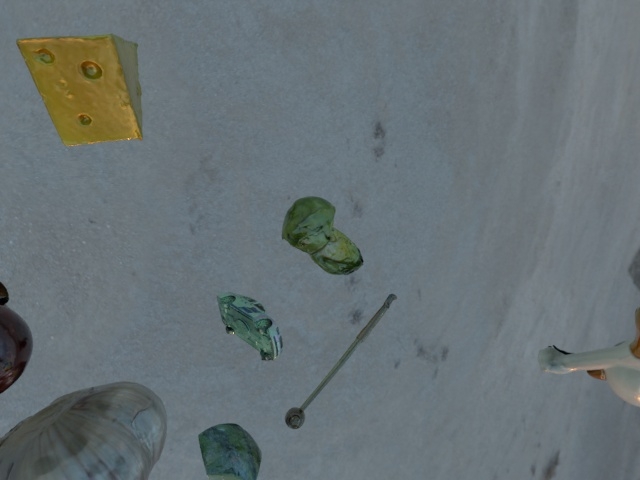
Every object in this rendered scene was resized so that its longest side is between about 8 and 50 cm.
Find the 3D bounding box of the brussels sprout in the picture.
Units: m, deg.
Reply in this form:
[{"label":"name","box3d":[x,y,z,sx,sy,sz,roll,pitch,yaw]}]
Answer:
[{"label":"brussels sprout","box3d":[0.000,0.000,0.331,0.046,0.051,0.083,-52,139,-16]}]

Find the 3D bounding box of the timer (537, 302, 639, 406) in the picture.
[{"label":"timer","box3d":[0.278,0.063,0.287,0.175,0.175,0.265,-41,152,-28]}]

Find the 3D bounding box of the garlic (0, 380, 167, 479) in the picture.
[{"label":"garlic","box3d":[-0.410,0.376,0.713,0.322,0.322,0.240,-48,130,-23]}]

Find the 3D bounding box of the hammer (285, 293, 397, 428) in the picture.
[{"label":"hammer","box3d":[0.018,0.087,0.304,0.014,0.029,0.123,42,77,5]}]

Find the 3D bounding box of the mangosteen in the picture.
[{"label":"mangosteen","box3d":[-0.461,0.129,0.538,0.156,0.181,0.145,-39,127,-7]}]

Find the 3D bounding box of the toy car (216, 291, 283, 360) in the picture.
[{"label":"toy car","box3d":[-0.155,0.184,0.932,0.076,0.224,0.090,-27,124,-38]}]

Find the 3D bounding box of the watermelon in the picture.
[{"label":"watermelon","box3d":[-0.128,0.289,0.537,0.092,0.084,0.072,36,88,-6]}]

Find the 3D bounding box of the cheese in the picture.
[{"label":"cheese","box3d":[-0.279,-0.217,0.509,0.093,0.171,0.126,-8,136,-12]}]
